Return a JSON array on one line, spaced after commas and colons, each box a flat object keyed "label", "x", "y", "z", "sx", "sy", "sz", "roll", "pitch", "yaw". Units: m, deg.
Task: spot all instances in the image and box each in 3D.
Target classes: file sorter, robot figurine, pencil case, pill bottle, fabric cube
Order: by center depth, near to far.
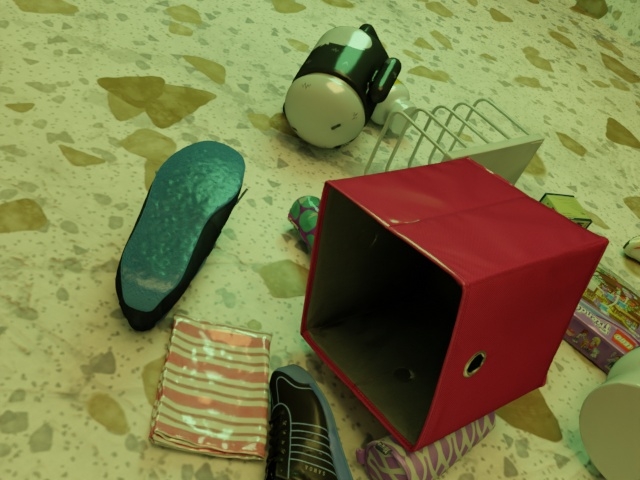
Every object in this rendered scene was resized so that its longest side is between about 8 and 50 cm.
[{"label": "fabric cube", "x": 0.159, "y": 0.067, "z": 0.836, "sx": 0.258, "sy": 0.254, "sz": 0.259, "roll": -12, "pitch": 37, "yaw": -34}, {"label": "pencil case", "x": 0.143, "y": 0.261, "z": 0.839, "sx": 0.206, "sy": 0.087, "sz": 0.088, "roll": -17, "pitch": 23, "yaw": -39}, {"label": "pill bottle", "x": 0.570, "y": 0.239, "z": 0.968, "sx": 0.362, "sy": 0.210, "sz": 0.210, "roll": -13, "pitch": 54, "yaw": -35}, {"label": "pencil case", "x": 0.000, "y": 0.000, "z": 1.046, "sx": 0.070, "sy": 0.065, "sz": 0.152, "roll": -17, "pitch": 56, "yaw": -20}, {"label": "file sorter", "x": 0.248, "y": -0.153, "z": 1.233, "sx": 0.277, "sy": 0.193, "sz": 0.173, "roll": -16, "pitch": 53, "yaw": -37}, {"label": "robot figurine", "x": 0.041, "y": -0.311, "z": 1.281, "sx": 0.173, "sy": 0.209, "sz": 0.278, "roll": 30, "pitch": 59, "yaw": -5}, {"label": "pill bottle", "x": 0.133, "y": -0.324, "z": 1.417, "sx": 0.103, "sy": 0.103, "sz": 0.184, "roll": -15, "pitch": 55, "yaw": -37}]

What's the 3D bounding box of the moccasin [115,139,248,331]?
[{"label": "moccasin", "x": -0.213, "y": -0.019, "z": 0.927, "sx": 0.137, "sy": 0.117, "sz": 0.342, "roll": 25, "pitch": 44, "yaw": 0}]

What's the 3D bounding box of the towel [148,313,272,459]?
[{"label": "towel", "x": -0.133, "y": 0.181, "z": 0.821, "sx": 0.144, "sy": 0.029, "sz": 0.197, "roll": 14, "pitch": 42, "yaw": -14}]

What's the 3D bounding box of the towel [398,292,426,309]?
[{"label": "towel", "x": 0.164, "y": 0.140, "z": 1.011, "sx": 0.110, "sy": 0.027, "sz": 0.148, "roll": 30, "pitch": 40, "yaw": 4}]

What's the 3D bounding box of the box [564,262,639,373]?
[{"label": "box", "x": 0.466, "y": 0.090, "z": 1.187, "sx": 0.293, "sy": 0.057, "sz": 0.201, "roll": 41, "pitch": 43, "yaw": 17}]

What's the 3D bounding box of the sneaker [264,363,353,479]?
[{"label": "sneaker", "x": -0.029, "y": 0.253, "z": 0.758, "sx": 0.090, "sy": 0.081, "sz": 0.232, "roll": 1, "pitch": 47, "yaw": -35}]

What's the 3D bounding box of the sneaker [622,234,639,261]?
[{"label": "sneaker", "x": 0.732, "y": 0.041, "z": 1.368, "sx": 0.161, "sy": 0.057, "sz": 0.075, "roll": 17, "pitch": 36, "yaw": -13}]

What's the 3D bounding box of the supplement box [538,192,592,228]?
[{"label": "supplement box", "x": 0.515, "y": -0.052, "z": 1.358, "sx": 0.083, "sy": 0.056, "sz": 0.083, "roll": 2, "pitch": 46, "yaw": -24}]
